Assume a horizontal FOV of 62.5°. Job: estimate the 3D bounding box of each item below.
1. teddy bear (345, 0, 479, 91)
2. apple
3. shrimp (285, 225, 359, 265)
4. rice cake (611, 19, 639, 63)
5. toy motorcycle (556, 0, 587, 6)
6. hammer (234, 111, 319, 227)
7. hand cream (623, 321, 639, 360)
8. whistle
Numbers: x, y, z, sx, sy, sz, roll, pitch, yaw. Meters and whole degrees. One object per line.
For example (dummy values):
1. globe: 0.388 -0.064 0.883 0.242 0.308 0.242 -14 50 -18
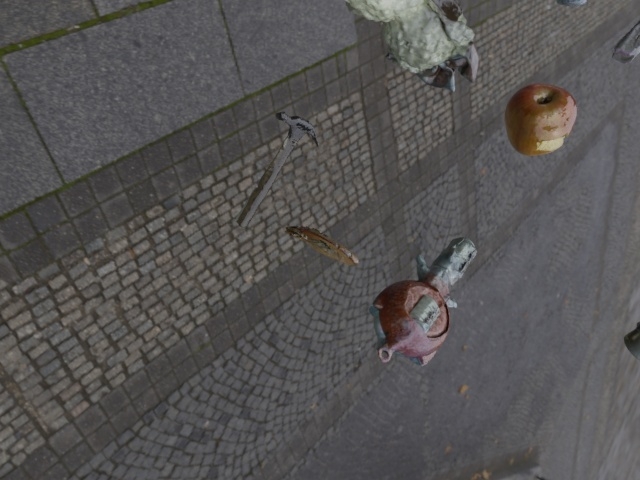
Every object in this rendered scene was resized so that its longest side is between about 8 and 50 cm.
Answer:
1. teddy bear: 0.198 -0.555 1.122 0.362 0.327 0.375 10 79 -39
2. apple: 0.582 -0.316 1.412 0.199 0.199 0.199 -21 120 -42
3. shrimp: -0.002 0.003 1.377 0.053 0.236 0.133 -61 154 1
4. rice cake: 0.764 -0.507 1.161 0.049 0.055 0.270 -1 138 -53
5. toy motorcycle: 0.465 -0.535 1.013 0.319 0.241 0.181 -14 96 -23
6. hammer: -0.111 -0.142 1.153 0.125 0.027 0.297 19 120 -33
7. hand cream: 0.380 -0.005 0.404 0.124 0.077 0.340 -21 153 -49
8. whistle: 0.203 0.109 1.005 0.346 0.142 0.133 -43 162 -36
